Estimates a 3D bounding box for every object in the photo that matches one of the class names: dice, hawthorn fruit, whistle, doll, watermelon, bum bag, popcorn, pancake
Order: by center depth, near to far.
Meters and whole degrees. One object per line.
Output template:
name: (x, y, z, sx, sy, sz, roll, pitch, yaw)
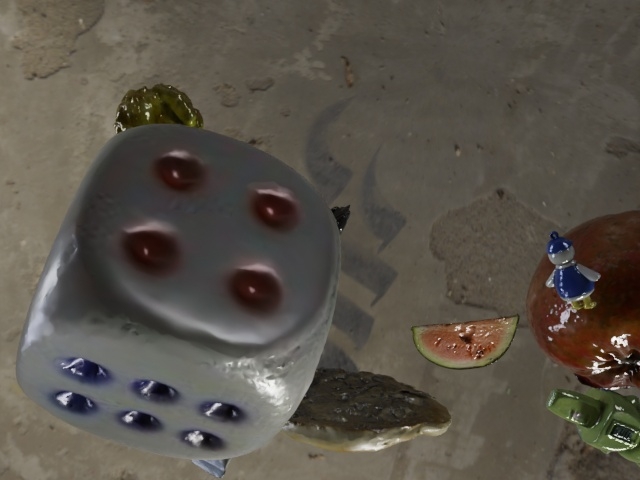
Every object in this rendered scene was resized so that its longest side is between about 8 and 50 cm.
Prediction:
dice: (-0.104, 0.041, 0.537, 0.193, 0.192, 0.194, 21, 138, -16)
pancake: (0.046, 0.230, 0.984, 0.282, 0.282, 0.049, 2, 93, 10)
whistle: (0.450, 0.281, 1.093, 0.227, 0.085, 0.105, 21, 101, -9)
watermelon: (0.225, 0.147, 1.104, 0.163, 0.069, 0.087, -6, 114, 8)
doll: (0.412, 0.050, 1.177, 0.098, 0.057, 0.143, -17, 101, 49)
popcorn: (-0.332, -0.226, 1.461, 0.197, 0.155, 0.198, 1, 87, -21)
bum bag: (0.000, 0.000, 1.476, 0.049, 0.087, 0.198, 39, 82, -19)
hawthorn fruit: (0.649, 0.112, 1.492, 0.402, 0.403, 0.403, 3, 106, 10)

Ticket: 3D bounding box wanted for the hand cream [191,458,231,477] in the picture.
hand cream: (-0.136, 0.308, 1.291, 0.088, 0.256, 0.055, 14, 150, 38)
